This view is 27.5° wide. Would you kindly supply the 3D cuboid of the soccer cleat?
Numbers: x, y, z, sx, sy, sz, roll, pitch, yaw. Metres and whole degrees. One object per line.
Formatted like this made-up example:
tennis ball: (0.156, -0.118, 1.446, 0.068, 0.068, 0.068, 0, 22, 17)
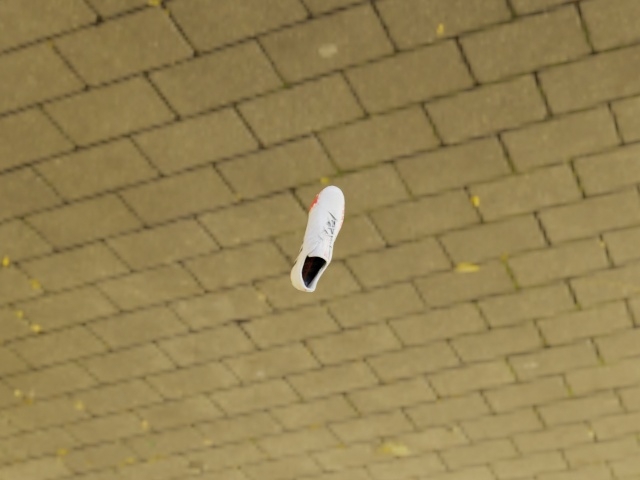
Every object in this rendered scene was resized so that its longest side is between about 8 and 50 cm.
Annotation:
soccer cleat: (0.000, 0.000, 0.987, 0.029, 0.035, 0.083, 20, 96, -18)
